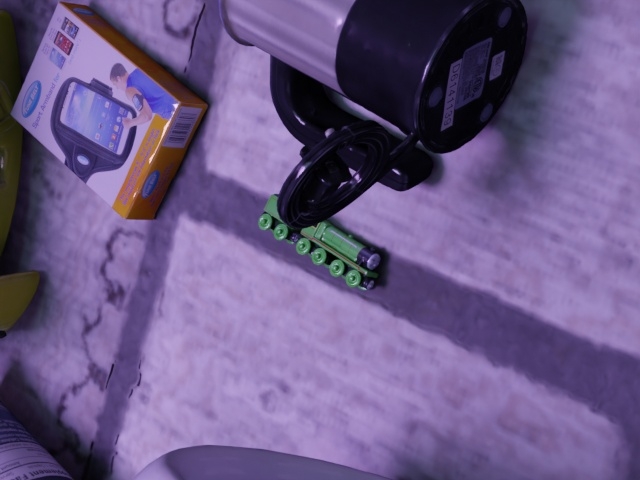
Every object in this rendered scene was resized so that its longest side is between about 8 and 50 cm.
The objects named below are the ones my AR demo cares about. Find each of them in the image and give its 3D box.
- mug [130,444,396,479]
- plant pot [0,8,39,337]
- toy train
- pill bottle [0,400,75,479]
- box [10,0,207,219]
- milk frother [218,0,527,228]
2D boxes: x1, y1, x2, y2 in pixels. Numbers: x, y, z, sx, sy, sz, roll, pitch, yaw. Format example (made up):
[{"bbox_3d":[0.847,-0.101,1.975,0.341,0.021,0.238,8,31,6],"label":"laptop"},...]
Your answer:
[{"bbox_3d":[-0.062,0.267,0.661,0.276,0.374,0.328,16,94,41],"label":"mug"},{"bbox_3d":[-0.318,-0.016,0.951,0.228,0.227,0.207,-14,88,36],"label":"plant pot"},{"bbox_3d":[0.000,0.000,0.832,0.083,0.017,0.024,32,98,33],"label":"toy train"},{"bbox_3d":[-0.196,0.170,0.924,0.180,0.108,0.108,40,113,30],"label":"pill bottle"},{"bbox_3d":[-0.133,-0.082,0.926,0.136,0.028,0.081,39,113,28],"label":"box"},{"bbox_3d":[0.001,-0.085,0.752,0.134,0.143,0.129,31,116,30],"label":"milk frother"}]
